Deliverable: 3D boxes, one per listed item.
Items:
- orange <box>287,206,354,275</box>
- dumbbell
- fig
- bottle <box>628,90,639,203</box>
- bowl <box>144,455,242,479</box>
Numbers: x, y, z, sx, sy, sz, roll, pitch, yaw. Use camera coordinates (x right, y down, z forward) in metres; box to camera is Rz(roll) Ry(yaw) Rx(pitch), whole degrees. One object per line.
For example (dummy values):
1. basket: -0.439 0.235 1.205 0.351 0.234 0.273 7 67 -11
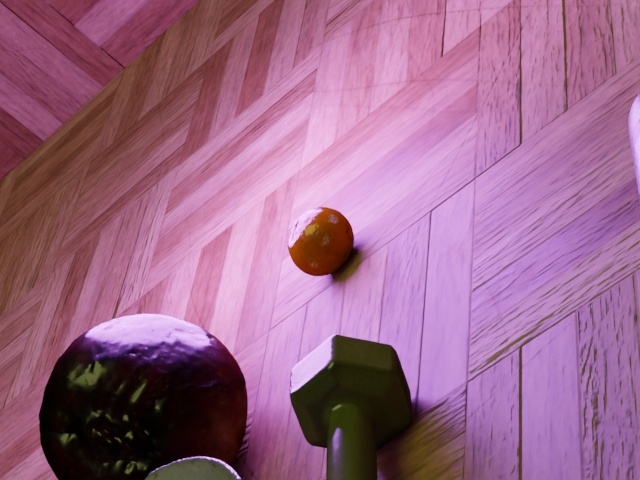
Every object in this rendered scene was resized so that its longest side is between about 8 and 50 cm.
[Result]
1. orange: 0.000 0.000 1.966 0.083 0.070 0.083 -46 21 24
2. dumbbell: 0.028 0.209 1.524 0.108 0.121 0.302 -14 31 9
3. fig: -0.189 0.190 1.839 0.224 0.224 0.263 -34 21 35
4. bottle: 0.315 -0.035 1.346 0.120 0.120 0.253 -39 24 27
5. bowl: -0.128 0.411 1.379 0.435 0.196 0.435 -41 25 24
